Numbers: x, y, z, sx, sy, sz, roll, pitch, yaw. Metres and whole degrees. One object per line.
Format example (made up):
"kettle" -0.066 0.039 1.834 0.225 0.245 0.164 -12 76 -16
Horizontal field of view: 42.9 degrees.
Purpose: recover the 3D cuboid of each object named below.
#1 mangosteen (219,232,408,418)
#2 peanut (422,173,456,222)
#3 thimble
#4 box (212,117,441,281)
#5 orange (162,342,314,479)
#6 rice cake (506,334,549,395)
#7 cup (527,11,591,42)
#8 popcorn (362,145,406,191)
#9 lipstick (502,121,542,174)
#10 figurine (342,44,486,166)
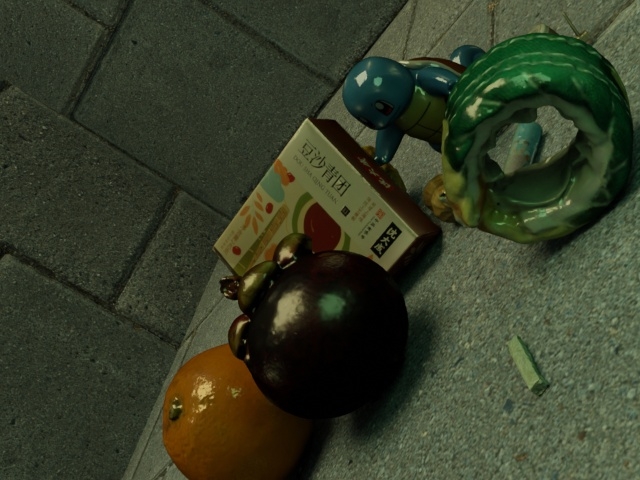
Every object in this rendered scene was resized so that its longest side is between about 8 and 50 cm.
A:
"mangosteen" -0.018 0.145 1.434 0.307 0.347 0.307 -51 -16 -21
"peanut" 0.248 -0.082 1.589 0.089 0.089 0.193 -56 9 6
"thimble" 0.294 -0.138 1.150 0.288 0.254 0.167 -49 14 35
"box" 0.000 0.000 1.718 0.385 0.344 0.122 -51 -21 26
"orange" -0.162 0.350 1.604 0.312 0.312 0.312 -53 14 19
"rice cake" 0.269 0.161 1.064 0.022 0.021 0.121 -49 17 15
"cup" 0.431 -0.352 1.494 0.102 0.099 0.074 -40 22 53
"popcorn" 0.083 -0.110 1.889 0.250 0.250 0.190 -53 26 18
"lipstick" 0.347 -0.138 1.418 0.048 0.048 0.158 -38 23 55
"figurine" 0.248 -0.290 1.699 0.416 0.243 0.298 -17 -8 -36
